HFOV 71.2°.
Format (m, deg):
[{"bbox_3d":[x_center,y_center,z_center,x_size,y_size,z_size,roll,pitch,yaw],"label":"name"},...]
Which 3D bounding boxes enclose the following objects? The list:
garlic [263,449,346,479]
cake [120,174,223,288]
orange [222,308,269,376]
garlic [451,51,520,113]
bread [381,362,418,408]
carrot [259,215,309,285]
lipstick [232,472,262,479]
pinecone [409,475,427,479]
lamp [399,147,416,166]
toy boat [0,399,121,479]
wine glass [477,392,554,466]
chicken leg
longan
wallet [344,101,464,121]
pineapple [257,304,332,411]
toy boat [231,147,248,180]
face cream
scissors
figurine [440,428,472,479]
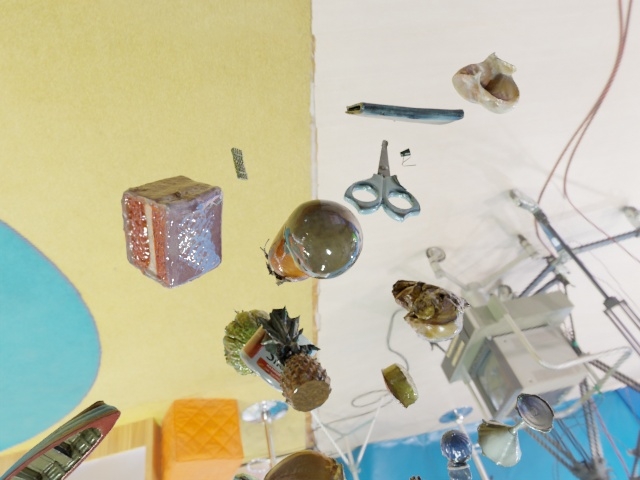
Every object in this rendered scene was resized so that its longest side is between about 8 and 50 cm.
[{"bbox_3d":[-0.055,0.835,1.430,0.313,0.286,0.249,-15,158,-11],"label":"garlic"},{"bbox_3d":[-0.459,-0.032,1.417,0.230,0.237,0.308,-26,131,-51],"label":"cake"},{"bbox_3d":[-0.300,0.465,2.020,0.300,0.223,0.301,31,78,-26],"label":"orange"},{"bbox_3d":[0.422,-0.388,1.132,0.099,0.174,0.124,-46,169,-25],"label":"garlic"},{"bbox_3d":[0.254,0.465,1.466,0.086,0.156,0.125,-35,94,7],"label":"bread"},{"bbox_3d":[-0.090,0.042,1.621,0.214,0.193,0.331,11,121,-34],"label":"carrot"},{"bbox_3d":[-0.153,0.524,0.680,0.076,0.304,0.076,15,153,8],"label":"lipstick"},{"bbox_3d":[0.275,0.698,1.226,0.109,0.102,0.102,14,128,-37],"label":"pinecone"},{"bbox_3d":[0.334,-0.326,1.753,0.054,0.121,0.041,-15,120,7],"label":"lamp"},{"bbox_3d":[-0.664,0.540,1.083,0.392,0.079,0.136,-42,136,-20],"label":"toy boat"},{"bbox_3d":[0.466,0.449,1.064,0.122,0.122,0.182,-1,137,-17],"label":"wine glass"},{"bbox_3d":[0.404,0.223,1.598,0.409,0.295,0.182,-4,115,-54],"label":"chicken leg"},{"bbox_3d":[0.000,0.000,0.567,0.113,0.092,0.113,10,132,11],"label":"longan"},{"bbox_3d":[0.288,-0.436,1.542,0.379,0.191,0.046,0,100,-15],"label":"wallet"},{"bbox_3d":[-0.072,0.276,1.063,0.130,0.277,0.119,-39,123,2],"label":"pineapple"},{"bbox_3d":[-0.290,-0.275,1.609,0.016,0.115,0.063,-15,175,21],"label":"toy boat"},{"bbox_3d":[-0.139,0.370,1.490,0.187,0.201,0.201,-49,136,-11],"label":"face cream"},{"bbox_3d":[0.167,-0.176,1.178,0.191,0.360,0.029,11,134,0],"label":"scissors"},{"bbox_3d":[0.302,0.492,0.997,0.079,0.136,0.077,13,165,-43],"label":"figurine"}]
